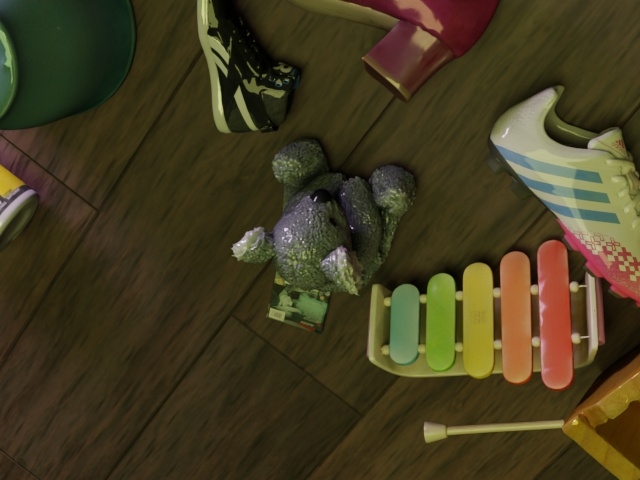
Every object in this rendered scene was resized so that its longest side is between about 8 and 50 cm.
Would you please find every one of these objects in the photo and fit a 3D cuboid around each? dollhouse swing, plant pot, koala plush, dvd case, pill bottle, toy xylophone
[{"bbox_3d":[0.548,0.208,1.388,0.347,0.315,0.305,-43,81,26],"label":"dollhouse swing"},{"bbox_3d":[-0.421,-0.262,1.501,0.272,0.255,0.271,6,114,15],"label":"plant pot"},{"bbox_3d":[0.000,0.000,1.487,0.196,0.221,0.203,17,111,10],"label":"koala plush"},{"bbox_3d":[-0.027,0.071,1.648,0.087,0.013,0.119,17,114,10],"label":"dvd case"},{"bbox_3d":[-0.533,-0.083,1.684,0.208,0.119,0.119,37,117,0],"label":"pill bottle"},{"bbox_3d":[0.222,0.138,1.505,0.323,0.236,0.081,-13,152,16],"label":"toy xylophone"}]

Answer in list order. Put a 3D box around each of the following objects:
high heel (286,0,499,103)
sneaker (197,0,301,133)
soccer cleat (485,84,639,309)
[{"bbox_3d":[0.039,-0.355,1.428,0.377,0.127,0.181,44,88,1],"label":"high heel"},{"bbox_3d":[-0.088,-0.248,1.508,0.121,0.079,0.217,0,120,14],"label":"sneaker"},{"bbox_3d":[0.356,-0.052,1.421,0.331,0.116,0.143,44,117,-3],"label":"soccer cleat"}]
